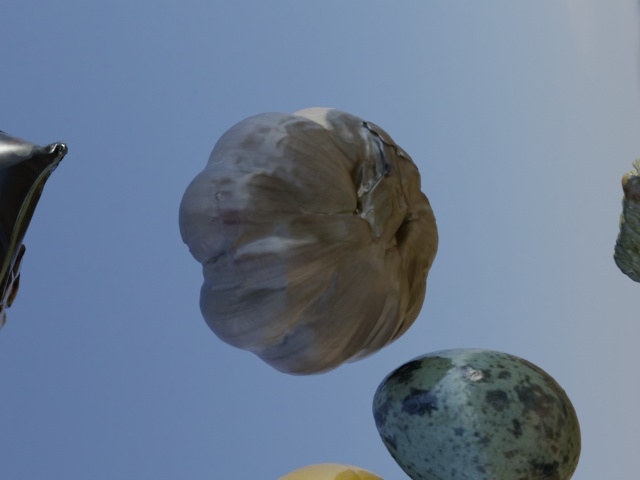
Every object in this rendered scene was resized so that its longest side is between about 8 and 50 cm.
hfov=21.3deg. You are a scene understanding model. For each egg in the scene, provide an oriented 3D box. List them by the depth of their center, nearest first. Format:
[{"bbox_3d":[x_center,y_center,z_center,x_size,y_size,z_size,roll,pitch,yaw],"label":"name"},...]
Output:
[{"bbox_3d":[0.125,0.151,1.367,0.132,0.172,0.132,-161,90,-89],"label":"egg"}]

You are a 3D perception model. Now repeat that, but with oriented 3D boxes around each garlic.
[{"bbox_3d":[0.002,-0.003,1.354,0.227,0.152,0.228,3,-95,-39],"label":"garlic"}]

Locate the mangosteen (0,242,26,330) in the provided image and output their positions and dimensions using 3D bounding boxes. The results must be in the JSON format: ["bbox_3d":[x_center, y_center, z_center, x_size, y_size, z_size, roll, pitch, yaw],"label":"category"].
[{"bbox_3d":[-0.301,-0.007,0.986,0.215,0.257,0.215,-163,90,-88],"label":"mangosteen"}]

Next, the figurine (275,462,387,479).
[{"bbox_3d":[-0.009,0.306,1.432,0.257,0.167,0.192,-64,2,-37],"label":"figurine"}]

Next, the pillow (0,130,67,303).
[{"bbox_3d":[-0.189,-0.028,0.824,0.048,0.150,0.090,-5,-65,-49],"label":"pillow"}]

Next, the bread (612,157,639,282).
[{"bbox_3d":[0.262,-0.016,1.077,0.147,0.152,0.127,89,-162,-66],"label":"bread"}]
